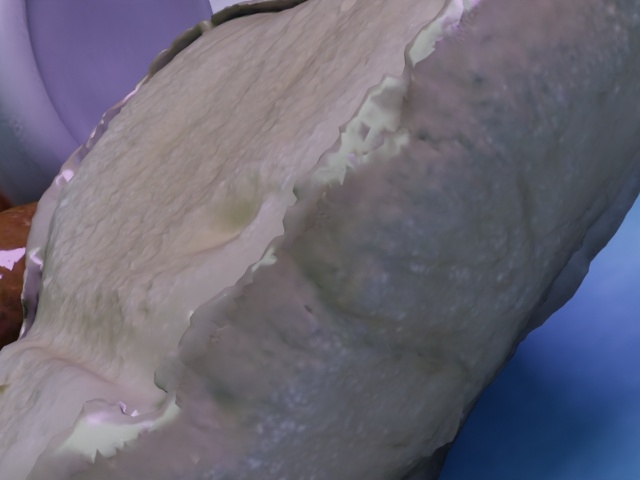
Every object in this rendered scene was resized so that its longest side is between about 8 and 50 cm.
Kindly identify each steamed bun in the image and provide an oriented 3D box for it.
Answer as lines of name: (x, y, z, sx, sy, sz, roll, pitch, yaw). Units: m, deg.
steamed bun: (-0.009, 0.020, 0.491, 0.212, 0.110, 0.231, -55, 19, -20)

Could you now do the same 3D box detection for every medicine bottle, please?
medicine bottle: (-0.172, -0.049, 0.693, 0.252, 0.144, 0.144, -12, 35, 31)

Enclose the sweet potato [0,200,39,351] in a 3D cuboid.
sweet potato: (-0.170, 0.069, 0.564, 0.251, 0.097, 0.097, -38, 32, -10)
